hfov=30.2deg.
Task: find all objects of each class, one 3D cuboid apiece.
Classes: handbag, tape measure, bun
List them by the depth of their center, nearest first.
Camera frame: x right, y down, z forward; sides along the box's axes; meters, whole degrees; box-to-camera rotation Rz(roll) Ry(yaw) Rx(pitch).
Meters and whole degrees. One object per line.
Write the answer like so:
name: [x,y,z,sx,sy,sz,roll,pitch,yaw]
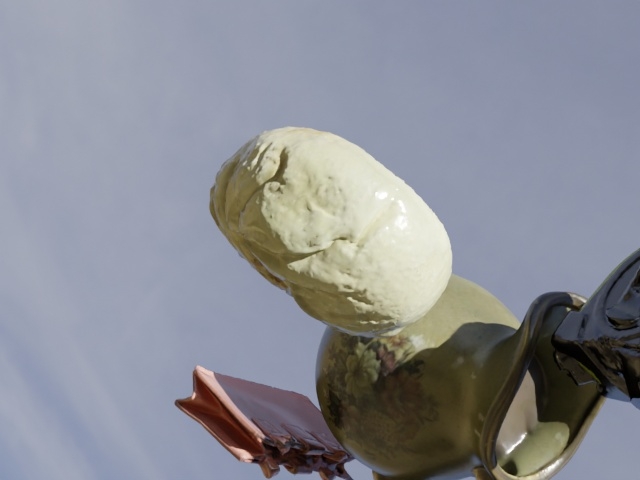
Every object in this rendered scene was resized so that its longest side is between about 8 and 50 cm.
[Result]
bun: [0.000,0.000,0.865,0.188,0.111,0.164,37,-20,3]
tape measure: [0.320,0.067,1.082,0.112,0.186,0.199,46,-9,-20]
handbag: [-0.057,0.225,1.412,0.157,0.212,0.059,36,-82,40]

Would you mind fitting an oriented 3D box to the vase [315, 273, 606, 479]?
vase: [0.148,0.201,1.295,0.302,0.241,0.329,10,-87,49]
